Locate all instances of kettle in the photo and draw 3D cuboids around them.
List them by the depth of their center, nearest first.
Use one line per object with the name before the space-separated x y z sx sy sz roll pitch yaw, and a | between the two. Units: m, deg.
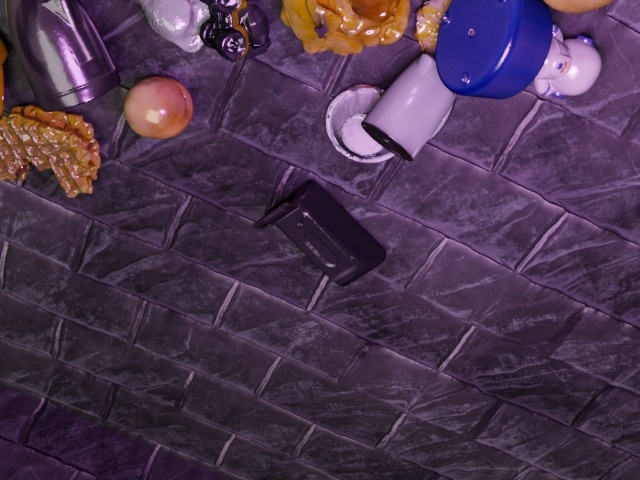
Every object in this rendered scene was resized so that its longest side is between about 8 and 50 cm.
kettle | 0.246 -0.326 1.901 0.236 0.161 0.221 -54 140 -2
kettle | -0.712 -0.532 1.984 0.321 0.228 0.324 13 130 44

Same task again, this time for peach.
peach | -0.435 -0.357 2.051 0.184 0.184 0.184 6 127 8

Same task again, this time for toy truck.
toy truck | -0.208 -0.561 1.877 0.165 0.147 0.224 -19 125 -23

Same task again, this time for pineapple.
pineapple | 0.326 -0.517 1.844 0.221 0.047 0.221 9 129 11

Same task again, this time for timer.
timer | 0.487 -0.427 1.742 0.384 0.270 0.270 10 133 -30

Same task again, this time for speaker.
speaker | 0.000 0.000 2.211 0.180 0.184 0.388 -34 114 31

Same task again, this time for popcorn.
popcorn | 0.038 -0.564 1.744 0.316 0.281 0.297 1 144 27

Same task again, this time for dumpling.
dumpling | -0.370 -0.577 1.914 0.153 0.108 0.219 -31 118 30

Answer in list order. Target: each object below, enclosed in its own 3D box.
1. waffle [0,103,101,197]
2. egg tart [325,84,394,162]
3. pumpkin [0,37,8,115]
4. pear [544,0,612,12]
waffle | -0.811 -0.262 2.224 0.324 0.151 0.261 9 123 2
egg tart | 0.123 -0.300 2.019 0.234 0.094 0.234 7 129 9
pumpkin | -0.993 -0.513 2.104 0.258 0.095 0.290 19 122 8
pear | 0.514 -0.640 1.520 0.348 0.348 0.348 6 127 8
